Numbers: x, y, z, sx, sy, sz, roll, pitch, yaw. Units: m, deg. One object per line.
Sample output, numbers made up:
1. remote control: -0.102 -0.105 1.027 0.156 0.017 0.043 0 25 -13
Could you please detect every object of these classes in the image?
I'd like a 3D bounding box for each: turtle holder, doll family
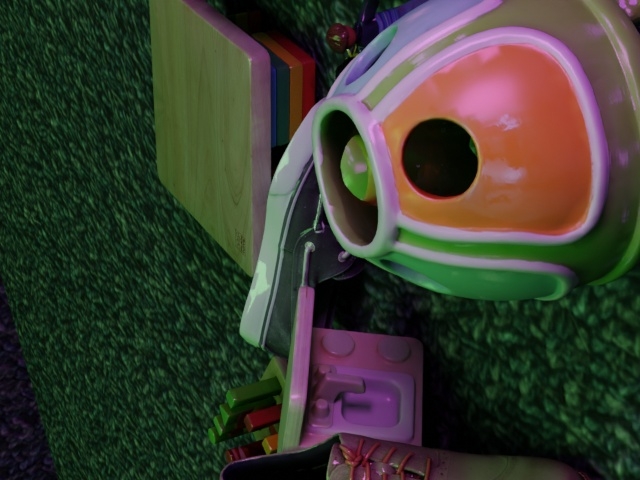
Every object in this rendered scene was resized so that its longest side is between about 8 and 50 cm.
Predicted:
1. turtle holder: 0.109 -0.081 1.160 0.320 0.227 0.243 -132 31 -56
2. doll family: 0.054 -0.133 1.396 0.076 0.111 0.193 16 118 62

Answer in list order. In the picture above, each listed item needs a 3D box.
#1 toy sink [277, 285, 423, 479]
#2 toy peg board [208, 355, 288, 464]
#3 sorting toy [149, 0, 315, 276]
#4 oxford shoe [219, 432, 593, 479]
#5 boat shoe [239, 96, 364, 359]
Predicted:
1. toy sink: 0.028 0.178 1.545 0.153 0.131 0.234 -87 3 -46
2. toy peg board: -0.066 0.248 1.899 0.161 0.079 0.161 64 154 22
3. sorting toy: -0.093 -0.136 1.728 0.255 0.089 0.257 44 141 49
4. oxford shoe: 0.065 0.230 1.381 0.348 0.123 0.130 -13 128 27
5. boat shoe: 0.000 0.000 1.610 0.102 0.108 0.301 26 120 18
